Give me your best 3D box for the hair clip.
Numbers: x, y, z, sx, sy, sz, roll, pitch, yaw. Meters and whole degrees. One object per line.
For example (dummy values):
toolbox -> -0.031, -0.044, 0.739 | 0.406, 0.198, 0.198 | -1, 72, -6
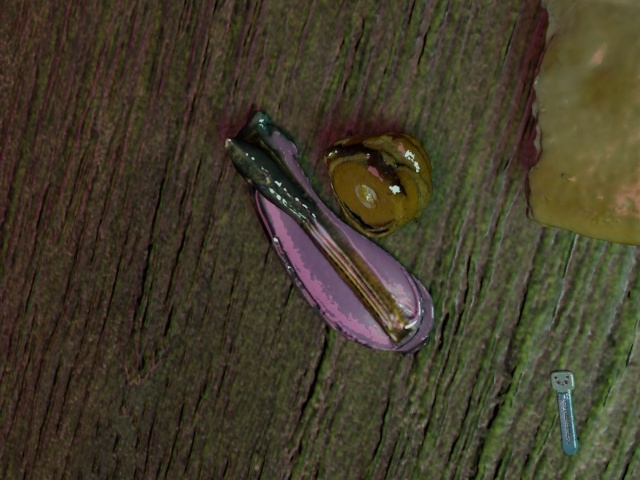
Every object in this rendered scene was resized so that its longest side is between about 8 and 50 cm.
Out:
hair clip -> -0.002, 0.001, 1.440 | 0.110, 0.095, 0.358 | -38, 84, -10

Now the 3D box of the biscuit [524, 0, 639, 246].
biscuit -> 0.387, -0.189, 1.128 | 0.446, 0.104, 0.429 | 18, 90, 35

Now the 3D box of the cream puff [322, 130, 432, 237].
cream puff -> 0.069, -0.073, 1.366 | 0.133, 0.104, 0.119 | 30, 140, 30

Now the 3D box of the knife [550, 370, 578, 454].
knife -> 0.277, 0.195, 1.334 | 0.027, 0.010, 0.096 | -6, 92, 29
